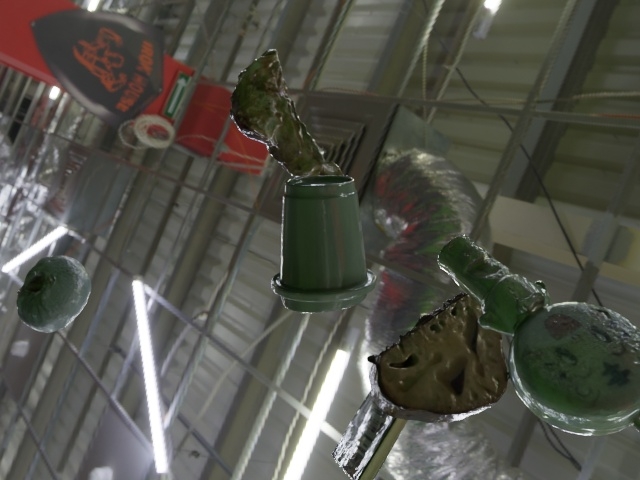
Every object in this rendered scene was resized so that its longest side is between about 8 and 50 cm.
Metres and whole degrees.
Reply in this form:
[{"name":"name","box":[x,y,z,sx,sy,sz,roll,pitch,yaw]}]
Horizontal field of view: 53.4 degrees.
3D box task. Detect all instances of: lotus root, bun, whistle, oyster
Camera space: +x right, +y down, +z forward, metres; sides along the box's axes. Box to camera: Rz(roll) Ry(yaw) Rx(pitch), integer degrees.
[{"name":"lotus root","box":[0.193,0.178,0.943,0.170,0.261,0.074,56,-25,25]},{"name":"bun","box":[-0.471,0.089,1.100,0.141,0.083,0.140,-12,-117,24]},{"name":"whistle","box":[0.207,0.086,0.602,0.126,0.067,0.258,-27,-130,-20]},{"name":"oyster","box":[-0.049,-0.150,0.918,0.107,0.232,0.161,-33,-159,-6]}]

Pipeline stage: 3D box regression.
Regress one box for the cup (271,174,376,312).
[{"name":"cup","box":[0.000,0.000,0.715,0.120,0.120,0.141,9,-72,50]}]

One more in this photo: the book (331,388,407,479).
[{"name":"book","box":[0.118,0.307,1.166,0.264,0.027,0.202,-57,-172,-10]}]
